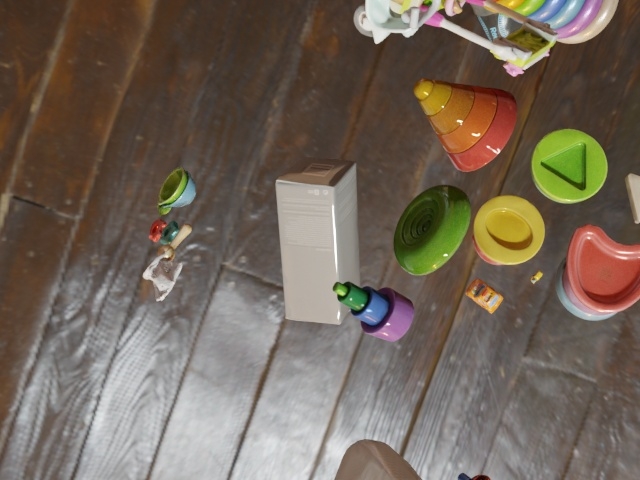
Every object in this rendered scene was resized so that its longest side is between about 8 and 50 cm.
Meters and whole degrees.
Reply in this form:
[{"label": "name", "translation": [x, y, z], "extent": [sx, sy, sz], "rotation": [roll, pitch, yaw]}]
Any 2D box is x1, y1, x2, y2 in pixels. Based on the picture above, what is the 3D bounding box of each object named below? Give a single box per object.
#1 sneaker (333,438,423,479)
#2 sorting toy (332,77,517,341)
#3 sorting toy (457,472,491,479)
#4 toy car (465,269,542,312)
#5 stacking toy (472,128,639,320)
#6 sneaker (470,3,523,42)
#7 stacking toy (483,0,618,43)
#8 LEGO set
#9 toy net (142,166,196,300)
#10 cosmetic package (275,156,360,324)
[{"label": "sneaker", "translation": [0.078, 0.200, 0.576], "extent": [0.080, 0.094, 0.212], "rotation": [-60, 42, 28]}, {"label": "sorting toy", "translation": [0.115, -0.059, 1.321], "extent": [0.126, 0.127, 0.365], "rotation": [30, 81, -29]}, {"label": "sorting toy", "translation": [0.255, 0.431, 1.776], "extent": [0.102, 0.042, 0.061], "rotation": [-19, 111, -21]}, {"label": "toy car", "translation": [0.295, 0.066, 1.671], "extent": [0.122, 0.040, 0.060], "rotation": [-35, 82, -1]}, {"label": "stacking toy", "translation": [0.438, -0.023, 1.824], "extent": [0.309, 0.130, 0.279], "rotation": [31, 78, 6]}, {"label": "sneaker", "translation": [0.363, -0.424, 1.751], "extent": [0.341, 0.125, 0.139], "rotation": [-39, 117, -34]}, {"label": "stacking toy", "translation": [0.269, -0.356, 1.422], "extent": [0.141, 0.330, 0.141], "rotation": [2, 93, 45]}, {"label": "LEGO set", "translation": [0.130, -0.198, 0.684], "extent": [0.107, 0.132, 0.287], "rotation": [30, 54, 16]}, {"label": "toy net", "translation": [-0.259, -0.005, 1.688], "extent": [0.122, 0.045, 0.232], "rotation": [-25, 44, 38]}, {"label": "cosmetic package", "translation": [0.000, 0.000, 1.645], "extent": [0.107, 0.127, 0.238], "rotation": [7, 113, 16]}]
